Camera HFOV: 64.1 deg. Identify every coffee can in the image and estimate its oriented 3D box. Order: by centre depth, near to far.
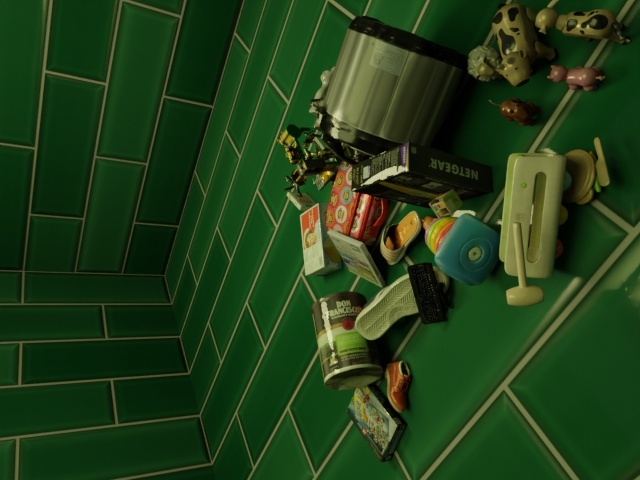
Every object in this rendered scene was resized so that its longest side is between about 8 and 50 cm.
[{"bbox_3d":[0.088,0.342,1.742,0.201,0.201,0.276,-50,41,43],"label":"coffee can"}]

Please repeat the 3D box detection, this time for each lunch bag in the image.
[{"bbox_3d":[0.146,-0.129,1.821,0.258,0.120,0.293,36,118,50],"label":"lunch bag"}]

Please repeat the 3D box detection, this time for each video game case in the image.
[{"bbox_3d":[0.125,0.060,1.794,0.212,0.023,0.193,25,150,57],"label":"video game case"}]

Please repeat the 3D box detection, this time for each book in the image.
[{"bbox_3d":[-0.075,-0.164,2.189,0.144,0.096,0.035,48,126,49],"label":"book"}]

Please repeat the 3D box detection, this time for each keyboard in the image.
[{"bbox_3d":[0.319,0.155,1.477,0.038,0.100,0.192,-62,-44,-69],"label":"keyboard"}]

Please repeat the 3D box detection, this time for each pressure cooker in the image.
[{"bbox_3d":[0.189,-0.410,1.532,0.370,0.375,0.421,44,122,48],"label":"pressure cooker"}]

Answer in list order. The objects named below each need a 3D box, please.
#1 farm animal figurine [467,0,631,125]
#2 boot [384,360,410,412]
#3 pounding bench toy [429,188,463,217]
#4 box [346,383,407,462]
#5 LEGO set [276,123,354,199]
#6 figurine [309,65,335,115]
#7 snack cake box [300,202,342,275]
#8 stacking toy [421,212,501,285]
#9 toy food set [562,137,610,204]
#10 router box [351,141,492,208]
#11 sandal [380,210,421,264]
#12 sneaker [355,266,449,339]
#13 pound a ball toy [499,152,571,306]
[{"bbox_3d":[0.503,-0.455,1.218,0.330,0.172,0.327,-51,45,42],"label":"farm animal figurine"},{"bbox_3d":[0.254,0.462,1.622,0.084,0.059,0.158,-35,56,46],"label":"boot"},{"bbox_3d":[0.325,-0.089,1.367,0.052,0.083,0.065,54,155,-7],"label":"pounding bench toy"},{"bbox_3d":[0.184,0.599,1.727,0.233,0.044,0.159,46,124,51],"label":"box"},{"bbox_3d":[-0.029,-0.307,1.963,0.192,0.331,0.255,-43,72,50],"label":"LEGO set"},{"bbox_3d":[0.051,-0.611,2.066,0.214,0.092,0.210,16,92,59],"label":"figurine"},{"bbox_3d":[0.000,0.000,2.057,0.152,0.089,0.265,-30,61,55],"label":"snack cake box"},{"bbox_3d":[0.357,-0.011,1.438,0.166,0.175,0.302,-59,22,9],"label":"stacking toy"},{"bbox_3d":[0.589,-0.143,1.179,0.192,0.038,0.133,141,132,-63],"label":"toy food set"},{"bbox_3d":[0.277,-0.171,1.418,0.242,0.308,0.081,-13,71,56],"label":"router box"},{"bbox_3d":[0.238,-0.013,1.639,0.265,0.076,0.102,114,149,-56],"label":"sandal"},{"bbox_3d":[0.255,0.172,1.606,0.350,0.148,0.131,-37,96,29],"label":"sneaker"},{"bbox_3d":[0.489,-0.029,1.147,0.208,0.135,0.320,-44,-44,-72],"label":"pound a ball toy"}]
